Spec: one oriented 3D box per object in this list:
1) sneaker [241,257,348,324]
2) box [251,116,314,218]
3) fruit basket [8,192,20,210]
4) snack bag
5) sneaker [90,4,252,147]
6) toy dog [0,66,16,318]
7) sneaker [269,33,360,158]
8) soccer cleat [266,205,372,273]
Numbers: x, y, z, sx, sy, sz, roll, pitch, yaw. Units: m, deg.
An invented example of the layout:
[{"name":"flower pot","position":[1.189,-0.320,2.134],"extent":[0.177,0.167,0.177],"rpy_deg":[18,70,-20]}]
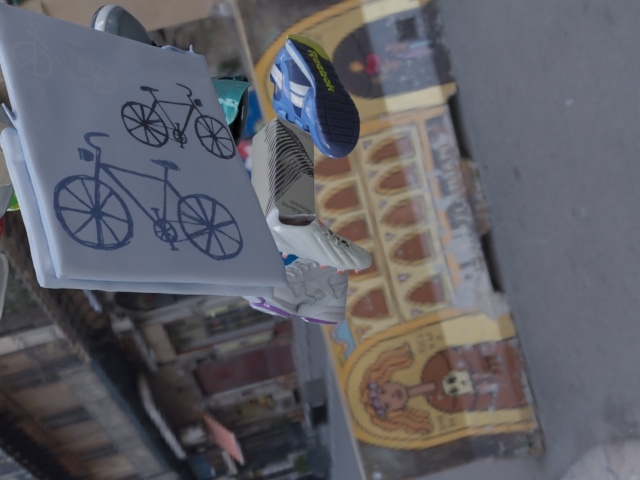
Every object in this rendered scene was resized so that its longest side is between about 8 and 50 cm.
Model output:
[{"name":"sneaker","position":[-0.048,0.076,1.824],"extent":[0.305,0.114,0.152],"rpy_deg":[16,-93,-55]},{"name":"box","position":[-0.080,-0.118,1.984],"extent":[0.094,0.113,0.275],"rpy_deg":[-36,42,37]},{"name":"fruit basket","position":[-0.492,-0.209,1.819],"extent":[0.392,0.392,0.283],"rpy_deg":[-111,33,-50]},{"name":"snack bag","position":[-0.201,-0.096,1.024],"extent":[0.323,0.037,0.343],"rpy_deg":[4,-123,-50]},{"name":"sneaker","position":[-0.196,-0.224,1.380],"extent":[0.295,0.178,0.124],"rpy_deg":[58,-137,-47]},{"name":"toy dog","position":[-0.486,-0.069,1.246],"extent":[0.220,0.160,0.334],"rpy_deg":[-135,56,-61]},{"name":"sneaker","position":[-0.008,-0.124,0.872],"extent":[0.059,0.053,0.144],"rpy_deg":[-47,48,33]},{"name":"soccer cleat","position":[0.000,0.000,1.505],"extent":[0.068,0.196,0.076],"rpy_deg":[-122,49,-63]}]
